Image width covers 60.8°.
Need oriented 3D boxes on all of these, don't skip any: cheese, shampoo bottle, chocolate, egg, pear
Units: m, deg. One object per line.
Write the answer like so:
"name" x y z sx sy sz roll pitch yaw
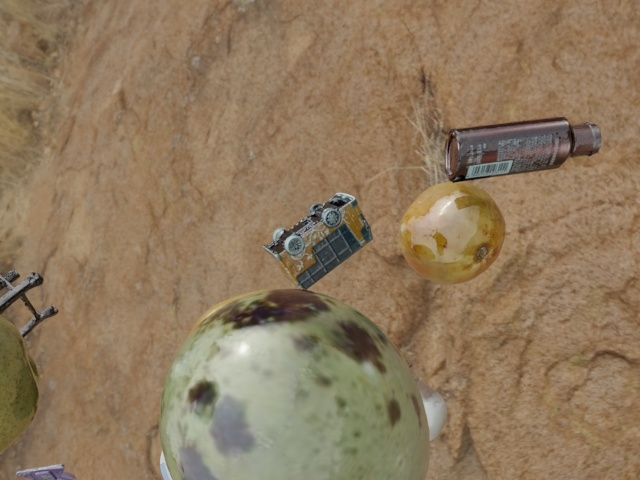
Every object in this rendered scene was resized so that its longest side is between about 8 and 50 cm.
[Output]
"cheese" -0.596 0.536 1.210 0.190 0.105 0.042 96 165 -49
"shampoo bottle" 0.437 -0.203 1.183 0.323 0.129 0.084 -9 37 -5
"chocolate" 0.243 0.438 1.386 0.147 0.221 0.221 29 98 17
"egg" -0.024 0.261 0.773 0.345 0.428 0.345 -22 40 20
"pear" -0.354 0.140 0.530 0.167 0.137 0.167 31 141 29

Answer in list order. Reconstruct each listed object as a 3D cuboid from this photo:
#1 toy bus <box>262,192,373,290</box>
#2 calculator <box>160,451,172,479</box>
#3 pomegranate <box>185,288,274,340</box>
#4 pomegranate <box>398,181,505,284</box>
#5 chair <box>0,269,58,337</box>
"toy bus" 0.000 0.000 1.534 0.275 0.167 0.138 -38 23 -12
"calculator" -0.292 0.530 1.342 0.210 0.039 0.121 -24 77 1
"pomegranate" -0.113 0.280 1.239 0.410 0.410 0.409 -13 70 38
"pomegranate" 0.307 -0.024 1.346 0.252 0.229 0.270 -56 36 -2
"chair" -0.482 0.118 0.718 0.106 0.113 0.229 35 59 15
